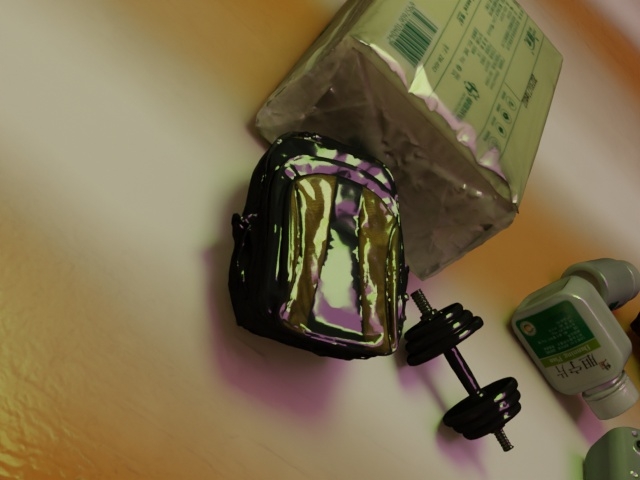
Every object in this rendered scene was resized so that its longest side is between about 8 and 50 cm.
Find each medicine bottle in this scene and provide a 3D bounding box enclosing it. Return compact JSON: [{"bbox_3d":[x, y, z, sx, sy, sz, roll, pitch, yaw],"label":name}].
[{"bbox_3d":[0.342,0.144,1.297,0.183,0.119,0.069,55,39,-5],"label":"medicine bottle"},{"bbox_3d":[0.417,0.067,1.457,0.130,0.080,0.080,-5,68,-48],"label":"medicine bottle"}]

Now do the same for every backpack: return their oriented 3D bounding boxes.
[{"bbox_3d":[0.000,0.000,1.023,0.206,0.133,0.258,19,63,-28],"label":"backpack"}]

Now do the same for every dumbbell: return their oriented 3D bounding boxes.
[{"bbox_3d":[0.161,0.148,1.123,0.099,0.099,0.208,-27,86,-51],"label":"dumbbell"}]

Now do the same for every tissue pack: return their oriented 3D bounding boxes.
[{"bbox_3d":[0.134,-0.186,1.238,0.297,0.207,0.380,45,40,-11],"label":"tissue pack"}]

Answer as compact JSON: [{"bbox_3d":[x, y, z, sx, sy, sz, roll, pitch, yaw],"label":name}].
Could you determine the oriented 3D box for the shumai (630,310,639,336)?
[{"bbox_3d":[0.608,0.174,1.508,0.263,0.304,0.309,1,20,-16],"label":"shumai"}]

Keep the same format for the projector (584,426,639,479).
[{"bbox_3d":[0.461,0.361,1.216,0.250,0.108,0.198,18,49,-8],"label":"projector"}]
